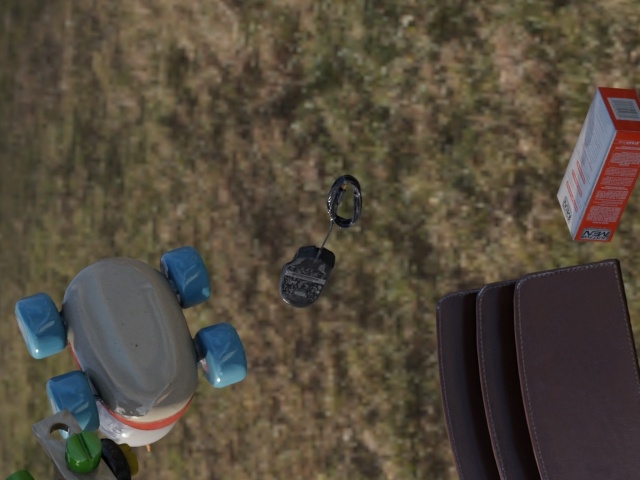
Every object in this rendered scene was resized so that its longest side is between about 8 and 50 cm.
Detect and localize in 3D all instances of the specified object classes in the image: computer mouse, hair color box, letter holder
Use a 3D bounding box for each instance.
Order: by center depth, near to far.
[{"bbox_3d":[0.279,-0.073,1.302,0.072,0.043,0.141,-99,16,-46],"label":"hair color box"},{"bbox_3d":[0.254,0.191,1.524,0.152,0.214,0.302,79,-179,-84],"label":"letter holder"},{"bbox_3d":[0.000,0.000,1.876,0.041,0.071,0.242,-93,25,-53],"label":"computer mouse"}]

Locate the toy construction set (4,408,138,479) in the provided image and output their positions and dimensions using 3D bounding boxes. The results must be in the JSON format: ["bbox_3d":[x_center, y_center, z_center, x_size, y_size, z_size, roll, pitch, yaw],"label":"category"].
[{"bbox_3d":[-0.285,0.315,1.289,0.237,0.257,0.309,118,148,-45],"label":"toy construction set"}]

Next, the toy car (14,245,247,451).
[{"bbox_3d":[-0.229,0.156,1.576,0.210,0.219,0.238,62,158,25],"label":"toy car"}]
